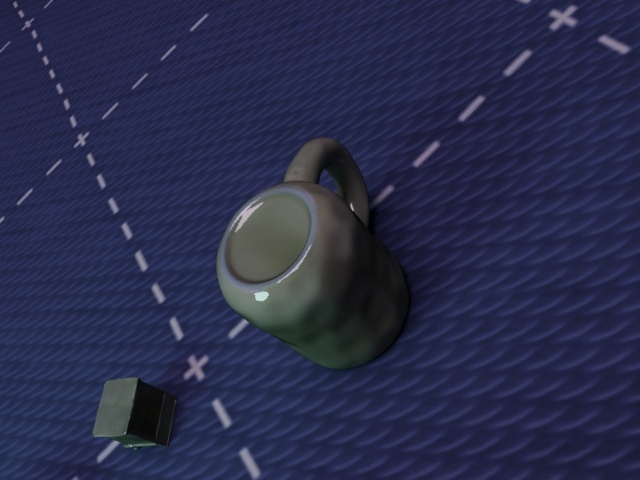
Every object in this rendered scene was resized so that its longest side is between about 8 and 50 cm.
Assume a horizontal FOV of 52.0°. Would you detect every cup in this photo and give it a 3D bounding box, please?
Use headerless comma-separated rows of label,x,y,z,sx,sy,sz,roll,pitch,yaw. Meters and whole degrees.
cup,0.013,0.007,0.779,0.173,0.202,0.255,21,75,41

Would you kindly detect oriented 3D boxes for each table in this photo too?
table,-0.251,0.238,0.894,0.062,0.083,0.079,-11,56,27
